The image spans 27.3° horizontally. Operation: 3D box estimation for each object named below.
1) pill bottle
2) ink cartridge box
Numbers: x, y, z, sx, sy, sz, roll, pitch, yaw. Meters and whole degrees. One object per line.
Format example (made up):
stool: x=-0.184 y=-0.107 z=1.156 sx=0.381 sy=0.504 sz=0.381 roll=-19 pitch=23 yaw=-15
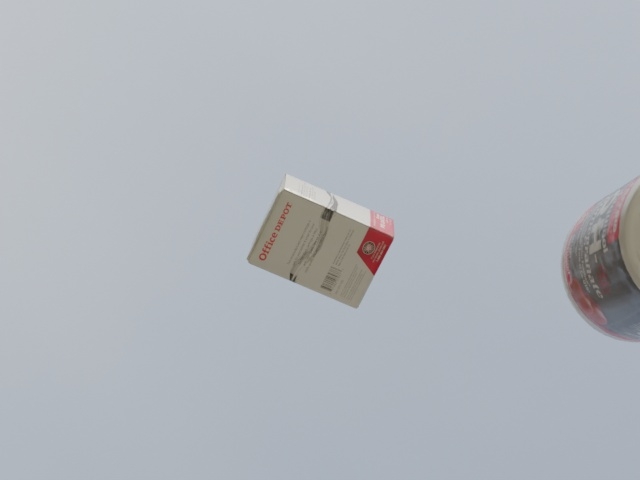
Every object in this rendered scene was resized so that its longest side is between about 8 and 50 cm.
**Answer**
pill bottle: x=0.381 y=0.007 z=1.389 sx=0.318 sy=0.176 sz=0.176 roll=124 pitch=-47 yaw=-78
ink cartridge box: x=0.000 y=0.000 z=1.603 sx=0.150 sy=0.063 sz=0.109 roll=24 pitch=-66 yaw=-8
